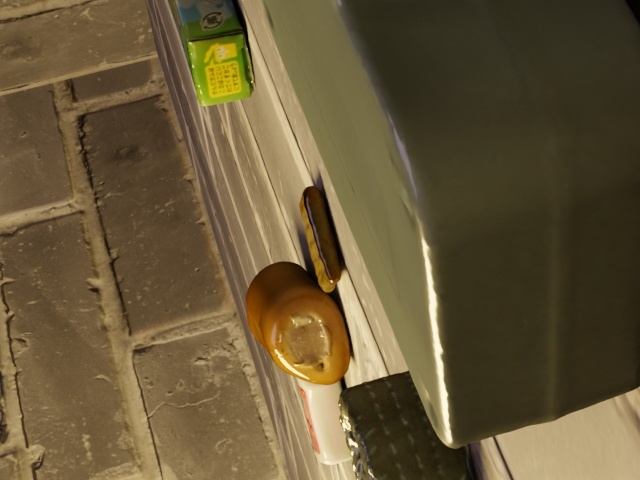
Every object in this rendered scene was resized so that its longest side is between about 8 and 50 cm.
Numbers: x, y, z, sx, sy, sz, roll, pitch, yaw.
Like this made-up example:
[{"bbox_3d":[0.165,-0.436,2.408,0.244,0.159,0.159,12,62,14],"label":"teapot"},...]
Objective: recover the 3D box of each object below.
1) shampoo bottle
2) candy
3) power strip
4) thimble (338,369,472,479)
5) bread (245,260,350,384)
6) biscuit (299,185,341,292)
[{"bbox_3d":[0.005,0.162,1.445,0.072,0.043,0.099,-138,33,-78],"label":"shampoo bottle"},{"bbox_3d":[-0.122,-0.242,1.543,0.097,0.062,0.194,82,171,-52],"label":"candy"},{"bbox_3d":[0.011,-0.084,0.453,0.261,0.141,0.229,80,172,-56],"label":"power strip"},{"bbox_3d":[0.052,0.132,0.888,0.084,0.062,0.110,85,169,-59],"label":"thimble"},{"bbox_3d":[-0.026,0.076,1.390,0.239,0.074,0.092,-147,47,-80],"label":"bread"},{"bbox_3d":[0.000,0.000,1.229,0.081,0.018,0.083,114,142,-80],"label":"biscuit"}]
